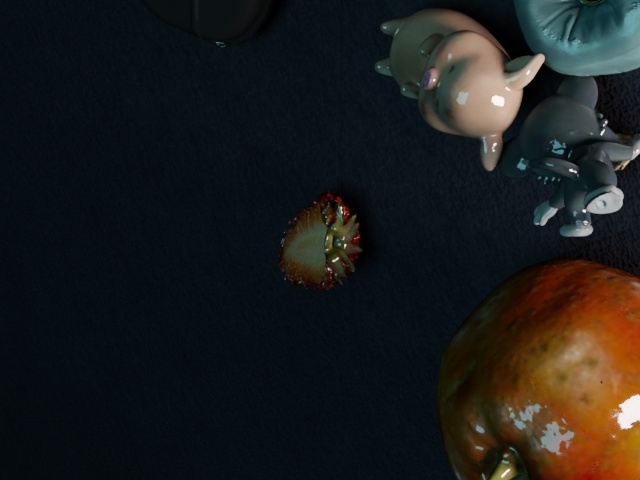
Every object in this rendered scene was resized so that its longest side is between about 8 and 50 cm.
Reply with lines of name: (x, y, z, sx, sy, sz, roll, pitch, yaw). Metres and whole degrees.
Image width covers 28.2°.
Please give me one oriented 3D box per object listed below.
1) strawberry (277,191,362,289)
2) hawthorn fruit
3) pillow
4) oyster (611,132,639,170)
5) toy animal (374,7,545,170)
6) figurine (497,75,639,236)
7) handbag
strawberry: (0.006, 0.000, 2.141, 0.208, 0.087, 0.167, -170, 82, -65)
hawthorn fruit: (0.331, 0.239, 1.760, 0.403, 0.403, 0.403, 18, 121, 33)
pillow: (0.362, -0.322, 1.669, 0.233, 0.086, 0.214, -10, 97, 41)
oyster: (0.411, -0.122, 1.759, 0.093, 0.034, 0.051, 6, 98, 51)
toy animal: (0.192, -0.230, 1.789, 0.250, 0.154, 0.166, -127, 32, -46)
figurine: (0.324, -0.098, 1.690, 0.140, 0.265, 0.193, 37, 117, -7)
handbag: (-0.196, -0.449, 2.073, 0.308, 0.093, 0.254, 27, 125, 28)
